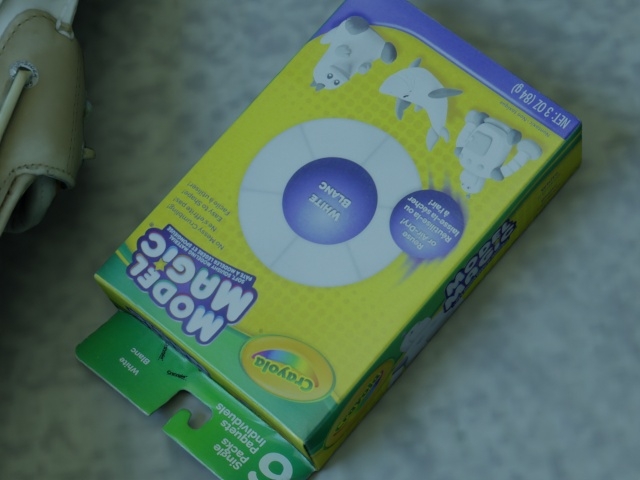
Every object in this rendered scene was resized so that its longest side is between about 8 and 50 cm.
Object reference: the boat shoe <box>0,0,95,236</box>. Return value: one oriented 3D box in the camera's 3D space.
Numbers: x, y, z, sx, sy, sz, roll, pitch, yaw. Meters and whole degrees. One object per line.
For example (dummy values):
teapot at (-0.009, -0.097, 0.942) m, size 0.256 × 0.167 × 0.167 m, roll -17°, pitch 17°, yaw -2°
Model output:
boat shoe at (-0.141, -0.043, 0.662) m, size 0.103 × 0.113 × 0.302 m, roll 42°, pitch 57°, yaw -21°

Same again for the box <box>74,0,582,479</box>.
box at (0.000, 0.000, 0.660) m, size 0.105 × 0.043 × 0.179 m, roll 37°, pitch 79°, yaw 19°
